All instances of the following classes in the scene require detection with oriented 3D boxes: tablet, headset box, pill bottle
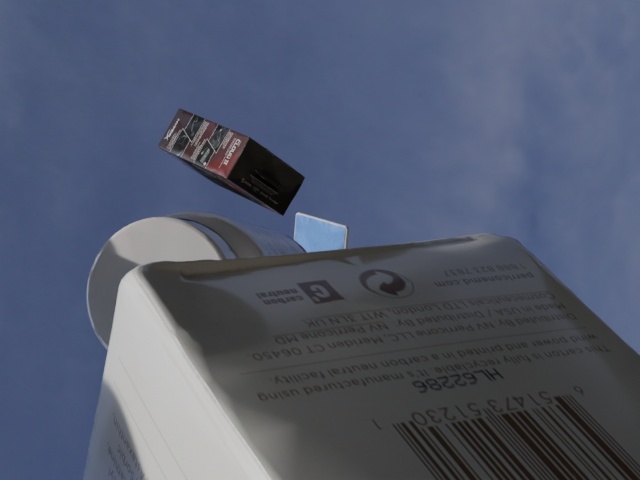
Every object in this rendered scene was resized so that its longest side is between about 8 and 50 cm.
[{"bbox_3d":[0.000,0.000,1.573,0.006,0.083,0.054,-12,-68,-48],"label":"tablet"},{"bbox_3d":[-0.056,-0.050,0.845,0.062,0.083,0.032,33,-95,-48],"label":"headset box"},{"bbox_3d":[-0.104,0.055,1.233,0.283,0.160,0.160,16,-86,-76],"label":"pill bottle"}]

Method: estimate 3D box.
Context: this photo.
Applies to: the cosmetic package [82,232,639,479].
[{"bbox_3d":[0.038,0.251,0.884,0.329,0.327,0.394,-4,-56,-32],"label":"cosmetic package"}]
